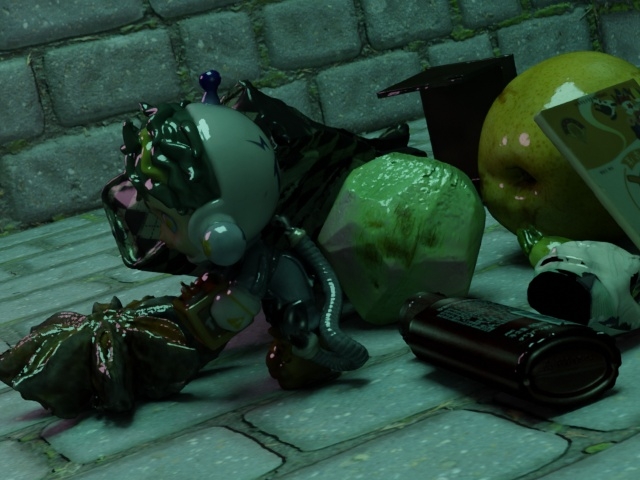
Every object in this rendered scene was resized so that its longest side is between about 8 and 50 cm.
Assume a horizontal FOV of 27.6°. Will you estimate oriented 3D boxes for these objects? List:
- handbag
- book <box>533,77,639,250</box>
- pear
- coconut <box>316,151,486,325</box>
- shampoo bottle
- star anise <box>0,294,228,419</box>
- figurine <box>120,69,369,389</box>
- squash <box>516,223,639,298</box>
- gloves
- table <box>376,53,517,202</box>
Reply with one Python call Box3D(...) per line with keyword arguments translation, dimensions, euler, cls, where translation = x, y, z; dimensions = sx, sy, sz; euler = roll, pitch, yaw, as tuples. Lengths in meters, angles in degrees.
Box3D(translation=(-0.059, -0.077, 1.855), dimensions=(0.317, 0.180, 0.416), euler=(-38, -26, 25), cls="handbag")
Box3D(translation=(0.431, -0.077, 1.685), dimensions=(0.208, 0.295, 0.020), euler=(-21, -23, -38), cls="book")
Box3D(translation=(0.378, -0.127, 1.908), dimensions=(0.314, 0.314, 0.314), euler=(-12, 11, 2), cls="pear")
Box3D(translation=(0.107, 0.003, 1.752), dimensions=(0.236, 0.236, 0.204), euler=(-14, -6, -10), cls="coconut")
Box3D(translation=(0.186, 0.113, 1.426), dimensions=(0.129, 0.084, 0.323), euler=(-11, 9, -23), cls="shampoo bottle")
Box3D(translation=(-0.265, 0.146, 1.674), dimensions=(0.332, 0.117, 0.331), euler=(-5, 17, 2), cls="star anise")
Box3D(translation=(-0.111, -0.002, 1.544), dimensions=(0.186, 0.382, 0.261), euler=(-31, 17, -22), cls="figurine")
Box3D(translation=(0.328, 0.038, 1.673), dimensions=(0.200, 0.075, 0.090), euler=(24, 52, 36), cls="squash")
Box3D(translation=(0.323, 0.051, 1.483), dimensions=(0.127, 0.111, 0.212), euler=(-1, 12, 37), cls="gloves")
Box3D(translation=(0.263, -0.209, 2.526), dimensions=(0.196, 0.250, 0.282), euler=(-5, 14, 29), cls="table")
